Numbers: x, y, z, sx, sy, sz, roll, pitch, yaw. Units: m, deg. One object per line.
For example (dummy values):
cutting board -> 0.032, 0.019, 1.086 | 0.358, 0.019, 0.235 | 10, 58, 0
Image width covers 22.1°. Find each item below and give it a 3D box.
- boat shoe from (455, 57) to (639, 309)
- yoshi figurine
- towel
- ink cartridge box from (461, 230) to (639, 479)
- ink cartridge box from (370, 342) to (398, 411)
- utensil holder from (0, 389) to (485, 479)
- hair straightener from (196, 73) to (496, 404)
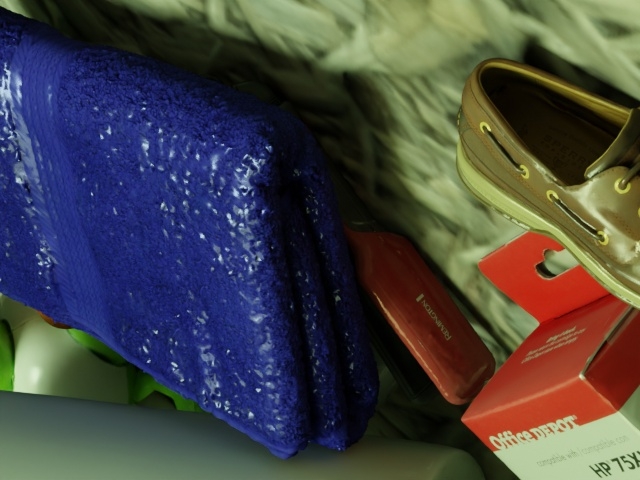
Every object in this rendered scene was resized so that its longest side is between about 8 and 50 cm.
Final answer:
boat shoe -> 0.127, -0.020, 0.666 | 0.178, 0.064, 0.060 | 31, 155, 29
yoshi figurine -> -0.178, 0.157, 1.262 | 0.203, 0.203, 0.362 | 19, 150, 29
towel -> -0.113, -0.009, 0.923 | 0.308, 0.076, 0.228 | 21, 141, 38
ink cartridge box -> 0.162, 0.098, 0.787 | 0.231, 0.078, 0.134 | 44, 155, -3
ink cartridge box -> -0.008, 0.055, 1.002 | 0.122, 0.052, 0.088 | 35, 155, 12
utensil holder -> -0.112, 0.253, 0.988 | 0.385, 0.328, 0.328 | 3, 140, 19
hair straightener -> 0.000, 0.000, 0.906 | 0.230, 0.047, 0.089 | 49, 154, -13
